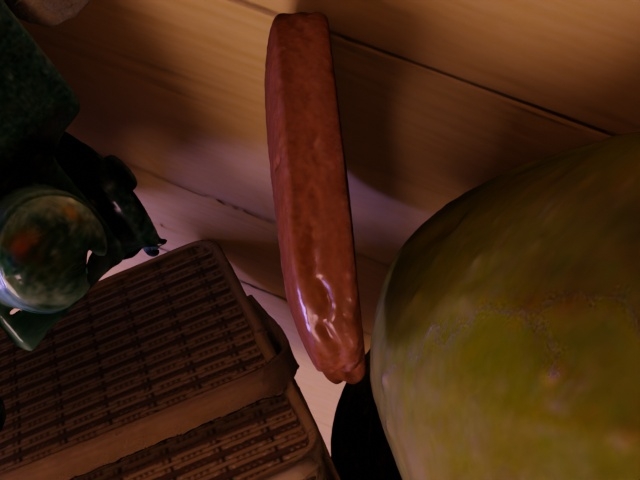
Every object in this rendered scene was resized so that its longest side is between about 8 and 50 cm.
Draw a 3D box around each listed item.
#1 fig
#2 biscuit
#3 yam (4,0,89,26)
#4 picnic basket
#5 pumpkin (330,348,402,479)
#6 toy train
[{"bbox_3d":[0.146,0.073,0.519,0.326,0.258,0.258,25,159,46],"label":"fig"},{"bbox_3d":[-0.001,0.000,0.596,0.036,0.186,0.192,-8,145,2],"label":"biscuit"},{"bbox_3d":[-0.139,-0.160,0.577,0.054,0.054,0.132,16,150,20],"label":"yam"},{"bbox_3d":[-0.108,0.148,0.739,0.313,0.228,0.175,-123,12,-65],"label":"picnic basket"},{"bbox_3d":[0.115,0.143,0.760,0.238,0.159,0.238,20,151,12],"label":"pumpkin"},{"bbox_3d":[-0.227,-0.033,0.699,0.299,0.167,0.238,5,136,57],"label":"toy train"}]
